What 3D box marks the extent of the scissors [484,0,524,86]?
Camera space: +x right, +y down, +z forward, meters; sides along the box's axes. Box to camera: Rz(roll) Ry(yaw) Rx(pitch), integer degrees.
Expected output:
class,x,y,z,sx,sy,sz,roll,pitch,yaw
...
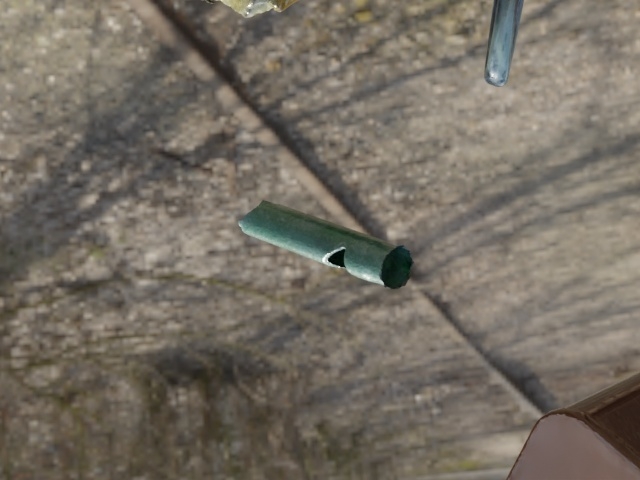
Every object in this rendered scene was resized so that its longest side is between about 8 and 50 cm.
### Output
class,x,y,z,sx,sy,sz,roll,pitch,yaw
scissors,0.159,-0.325,0.882,0.029,0.384,0.256,8,-152,7

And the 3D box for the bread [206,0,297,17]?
class,x,y,z,sx,sy,sz,roll,pitch,yaw
bread,-0.019,-0.363,1.182,0.246,0.111,0.239,-38,150,-38

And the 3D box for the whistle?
class,x,y,z,sx,sy,sz,roll,pitch,yaw
whistle,0.000,0.000,1.031,0.039,0.039,0.186,10,-172,-44

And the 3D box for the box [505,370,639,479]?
class,x,y,z,sx,sy,sz,roll,pitch,yaw
box,0.375,0.303,1.198,0.229,0.339,0.239,-19,140,-41
